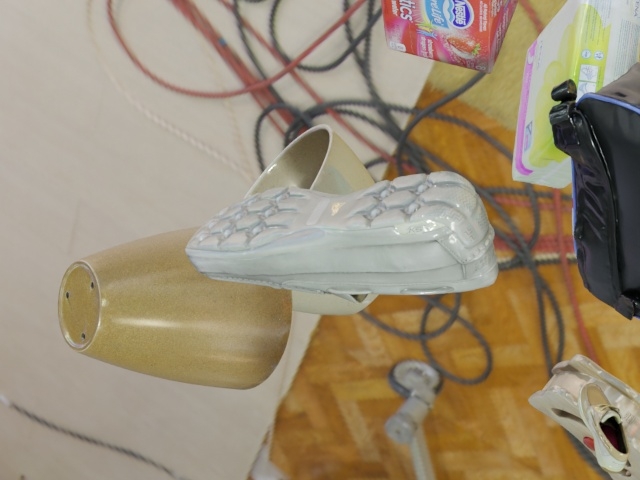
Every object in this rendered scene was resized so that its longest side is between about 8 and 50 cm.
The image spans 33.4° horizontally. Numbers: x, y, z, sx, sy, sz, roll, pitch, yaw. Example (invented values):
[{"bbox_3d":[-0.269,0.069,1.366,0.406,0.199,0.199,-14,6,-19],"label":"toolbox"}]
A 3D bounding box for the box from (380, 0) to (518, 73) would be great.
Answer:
[{"bbox_3d":[0.139,-0.305,1.122,0.128,0.122,0.257,18,159,16],"label":"box"}]

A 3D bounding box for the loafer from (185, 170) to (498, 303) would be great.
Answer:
[{"bbox_3d":[0.011,0.012,0.984,0.320,0.112,0.111,-2,128,38],"label":"loafer"}]

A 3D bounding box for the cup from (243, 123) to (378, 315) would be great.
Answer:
[{"bbox_3d":[0.000,0.000,1.863,0.237,0.331,0.331,37,134,-18],"label":"cup"}]

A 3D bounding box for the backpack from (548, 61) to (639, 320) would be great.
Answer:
[{"bbox_3d":[0.383,-0.034,1.114,0.276,0.213,0.263,39,141,40],"label":"backpack"}]

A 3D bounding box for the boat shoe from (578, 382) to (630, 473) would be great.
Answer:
[{"bbox_3d":[0.389,0.247,1.445,0.050,0.135,0.045,4,138,-19],"label":"boat shoe"}]

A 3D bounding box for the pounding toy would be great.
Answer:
[{"bbox_3d":[0.466,0.261,1.598,0.270,0.155,0.154,35,158,21],"label":"pounding toy"}]

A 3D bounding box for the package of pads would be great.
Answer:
[{"bbox_3d":[0.370,-0.221,1.544,0.101,0.229,0.296,11,169,-4],"label":"package of pads"}]

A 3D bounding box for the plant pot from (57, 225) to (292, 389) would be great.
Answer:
[{"bbox_3d":[-0.209,0.089,1.424,0.237,0.254,0.237,-2,87,50],"label":"plant pot"}]
